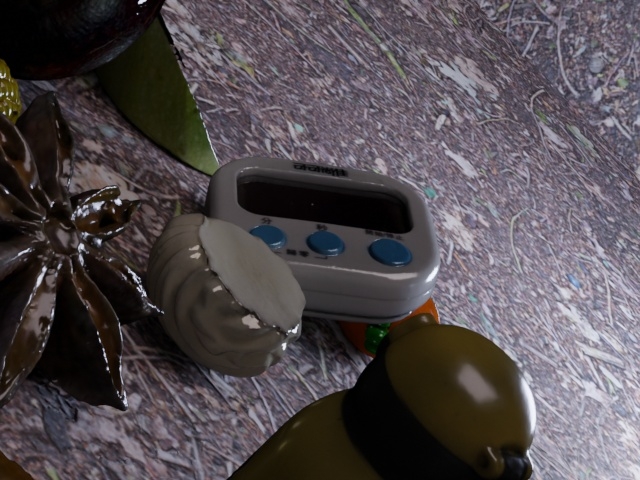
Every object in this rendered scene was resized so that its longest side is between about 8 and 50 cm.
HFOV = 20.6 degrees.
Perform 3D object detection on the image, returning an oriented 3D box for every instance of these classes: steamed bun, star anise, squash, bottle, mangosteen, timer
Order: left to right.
[{"bbox_3d":[-0.265,0.008,1.532,0.332,0.118,0.331,41,37,-40],"label":"star anise"},{"bbox_3d":[-0.309,-0.326,1.863,0.330,0.330,0.330,36,23,-18],"label":"mangosteen"},{"bbox_3d":[-0.182,-0.221,2.080,0.204,0.155,0.237,13,36,-48],"label":"squash"},{"bbox_3d":[-0.102,0.062,1.773,0.183,0.106,0.183,37,26,-22],"label":"steamed bun"},{"bbox_3d":[0.000,0.000,1.973,0.262,0.087,0.237,8,30,-9],"label":"timer"},{"bbox_3d":[0.025,0.208,1.403,0.171,0.351,0.171,37,22,-18],"label":"bottle"},{"bbox_3d":[0.075,0.087,2.034,0.136,0.099,0.136,24,18,-8],"label":"timer"}]

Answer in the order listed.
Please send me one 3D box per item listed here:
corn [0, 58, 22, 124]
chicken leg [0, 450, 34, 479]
[{"bbox_3d":[-0.409,-0.127,1.556,0.131,0.131,0.344,53,26,21],"label":"corn"},{"bbox_3d":[-0.280,0.184,1.149,0.295,0.182,0.409,-9,65,-36],"label":"chicken leg"}]
